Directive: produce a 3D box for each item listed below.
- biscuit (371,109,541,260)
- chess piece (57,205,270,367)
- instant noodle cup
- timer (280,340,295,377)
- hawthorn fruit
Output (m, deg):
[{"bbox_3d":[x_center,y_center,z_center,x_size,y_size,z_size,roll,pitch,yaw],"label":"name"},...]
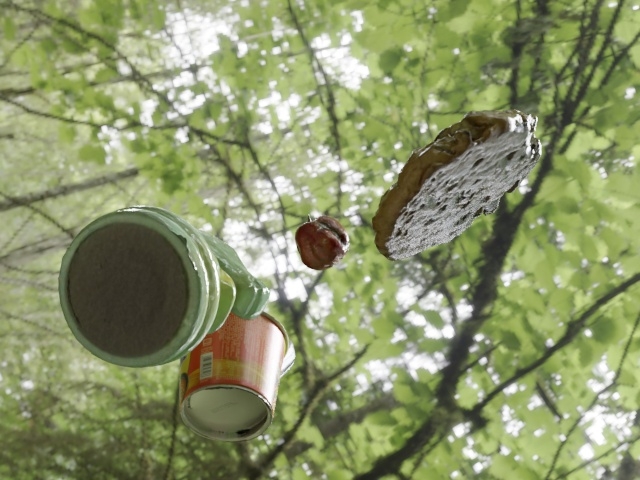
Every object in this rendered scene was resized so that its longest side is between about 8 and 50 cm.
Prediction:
[{"bbox_3d":[0.207,-0.096,1.457,0.081,0.334,0.289,49,-52,23],"label":"biscuit"},{"bbox_3d":[-0.160,0.042,1.099,0.175,0.298,0.176,1,-86,14],"label":"chess piece"},{"bbox_3d":[-0.162,0.243,1.685,0.174,0.213,0.213,-89,-169,-47],"label":"instant noodle cup"},{"bbox_3d":[-0.163,0.283,2.132,0.190,0.208,0.069,-8,-75,24],"label":"timer"},{"bbox_3d":[0.000,0.000,1.507,0.093,0.093,0.093,30,-50,43],"label":"hawthorn fruit"}]
